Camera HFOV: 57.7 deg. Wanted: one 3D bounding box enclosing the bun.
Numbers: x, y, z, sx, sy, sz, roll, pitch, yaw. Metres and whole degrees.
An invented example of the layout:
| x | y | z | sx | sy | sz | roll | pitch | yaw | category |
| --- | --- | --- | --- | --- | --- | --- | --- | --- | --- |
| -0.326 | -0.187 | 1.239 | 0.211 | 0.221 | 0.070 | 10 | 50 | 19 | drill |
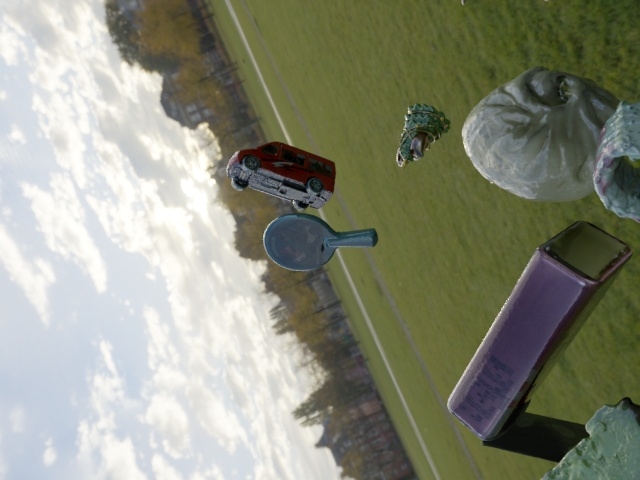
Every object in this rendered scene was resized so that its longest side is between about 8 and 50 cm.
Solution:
| x | y | z | sx | sy | sz | roll | pitch | yaw | category |
| --- | --- | --- | --- | --- | --- | --- | --- | --- | --- |
| 0.513 | -0.253 | 1.302 | 0.211 | 0.359 | 0.360 | 90 | 159 | -55 | bun |

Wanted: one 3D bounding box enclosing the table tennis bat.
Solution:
| x | y | z | sx | sy | sz | roll | pitch | yaw | category |
| --- | --- | --- | --- | --- | --- | --- | --- | --- | --- |
| 0.000 | 0.000 | 1.013 | 0.033 | 0.201 | 0.124 | -84 | -13 | -51 | table tennis bat |

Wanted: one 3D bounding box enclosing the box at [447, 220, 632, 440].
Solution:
| x | y | z | sx | sy | sz | roll | pitch | yaw | category |
| --- | --- | --- | --- | --- | --- | --- | --- | --- | --- |
| 0.218 | 0.094 | 0.594 | 0.069 | 0.120 | 0.224 | 38 | 127 | 29 | box |

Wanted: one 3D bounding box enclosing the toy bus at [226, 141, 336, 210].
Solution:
| x | y | z | sx | sy | sz | roll | pitch | yaw | category |
| --- | --- | --- | --- | --- | --- | --- | --- | --- | --- |
| -0.071 | -0.126 | 1.064 | 0.081 | 0.195 | 0.089 | 135 | 147 | -58 | toy bus |

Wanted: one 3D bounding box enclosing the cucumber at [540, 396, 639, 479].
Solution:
| x | y | z | sx | sy | sz | roll | pitch | yaw | category |
| --- | --- | --- | --- | --- | --- | --- | --- | --- | --- |
| 0.230 | 0.230 | 0.451 | 0.193 | 0.115 | 0.086 | 65 | 173 | -31 | cucumber |

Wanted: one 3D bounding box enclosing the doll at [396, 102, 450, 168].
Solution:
| x | y | z | sx | sy | sz | roll | pitch | yaw | category |
| --- | --- | --- | --- | --- | --- | --- | --- | --- | --- |
| 0.154 | -0.177 | 0.965 | 0.077 | 0.113 | 0.078 | 50 | 160 | -11 | doll |

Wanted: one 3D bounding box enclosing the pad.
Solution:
| x | y | z | sx | sy | sz | roll | pitch | yaw | category |
| --- | --- | --- | --- | --- | --- | --- | --- | --- | --- |
| 0.305 | 0.253 | 0.738 | 0.127 | 0.190 | 0.004 | -22 | -61 | -70 | pad |

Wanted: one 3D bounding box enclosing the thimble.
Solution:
| x | y | z | sx | sy | sz | roll | pitch | yaw | category |
| --- | --- | --- | --- | --- | --- | --- | --- | --- | --- |
| 0.593 | -0.145 | 1.046 | 0.211 | 0.185 | 0.149 | 40 | -129 | -16 | thimble |

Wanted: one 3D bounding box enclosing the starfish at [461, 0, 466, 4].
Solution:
| x | y | z | sx | sy | sz | roll | pitch | yaw | category |
| --- | --- | --- | --- | --- | --- | --- | --- | --- | --- |
| 0.480 | -0.655 | 1.494 | 0.238 | 0.215 | 0.071 | -124 | 23 | -56 | starfish |
